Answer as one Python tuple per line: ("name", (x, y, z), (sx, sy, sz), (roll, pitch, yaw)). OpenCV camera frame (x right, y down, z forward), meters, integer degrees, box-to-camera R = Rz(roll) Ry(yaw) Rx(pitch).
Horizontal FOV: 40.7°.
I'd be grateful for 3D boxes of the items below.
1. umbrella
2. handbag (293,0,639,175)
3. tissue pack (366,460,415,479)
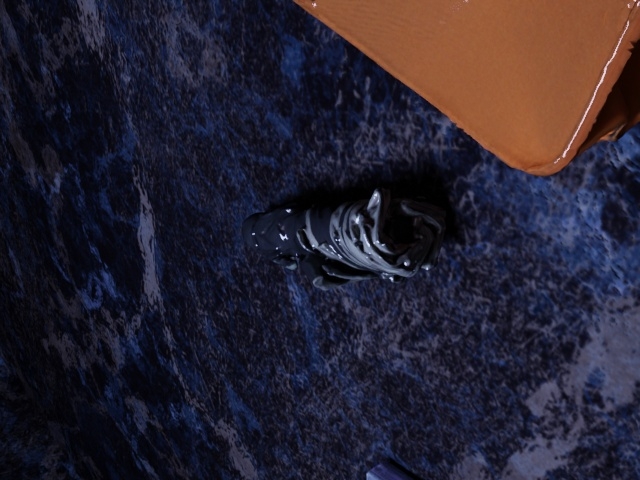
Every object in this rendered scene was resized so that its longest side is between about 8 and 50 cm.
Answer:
("umbrella", (0.005, 0.003, 0.993), (0.357, 0.113, 0.106), (0, 85, 60))
("handbag", (0.105, -0.270, 0.656), (0.410, 0.116, 0.304), (44, 140, 28))
("tissue pack", (0.127, 0.369, 1.114), (0.156, 0.051, 0.112), (26, 130, 45))
